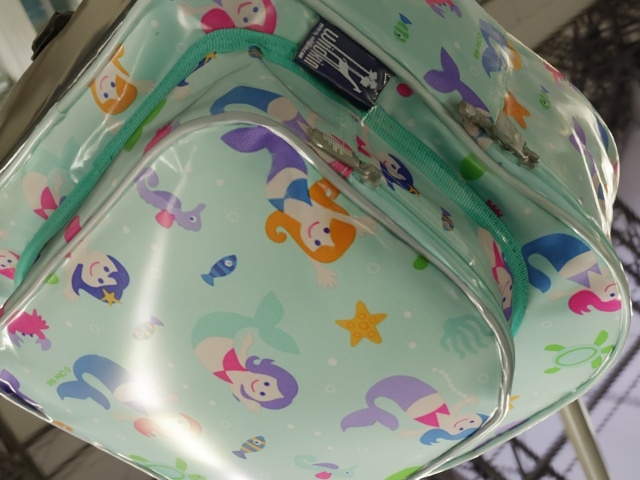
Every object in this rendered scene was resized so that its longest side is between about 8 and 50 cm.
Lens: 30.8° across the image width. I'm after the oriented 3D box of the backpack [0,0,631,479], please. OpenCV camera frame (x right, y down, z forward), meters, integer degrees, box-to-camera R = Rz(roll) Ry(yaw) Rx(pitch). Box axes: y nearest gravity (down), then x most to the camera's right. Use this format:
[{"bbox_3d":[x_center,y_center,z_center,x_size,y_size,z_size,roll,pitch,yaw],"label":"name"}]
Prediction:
[{"bbox_3d":[0.000,0.000,0.482,0.225,0.253,0.191,-40,-149,35],"label":"backpack"}]
